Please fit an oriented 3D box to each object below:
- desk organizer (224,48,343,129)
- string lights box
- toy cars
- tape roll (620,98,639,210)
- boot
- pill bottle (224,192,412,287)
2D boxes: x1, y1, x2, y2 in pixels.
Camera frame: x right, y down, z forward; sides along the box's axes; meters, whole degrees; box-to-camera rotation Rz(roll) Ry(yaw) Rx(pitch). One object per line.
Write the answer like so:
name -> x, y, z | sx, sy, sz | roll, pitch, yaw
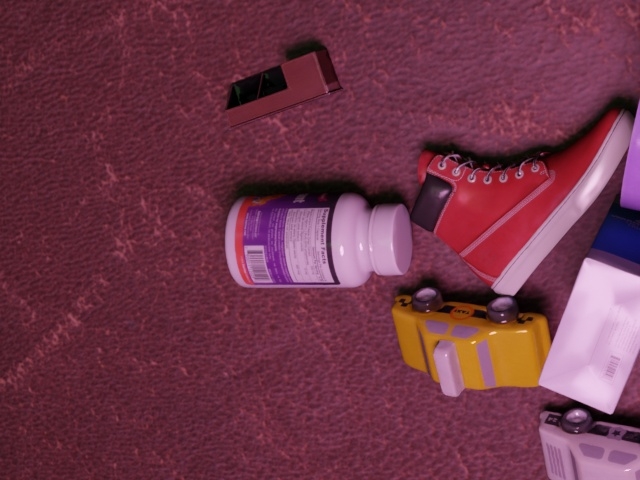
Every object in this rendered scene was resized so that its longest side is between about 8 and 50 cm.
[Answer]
desk organizer -> -0.047, -0.170, 1.375 | 0.130, 0.047, 0.050 | -17, 96, 23
string lights box -> 0.289, 0.054, 1.197 | 0.077, 0.260, 0.133 | 22, 110, 13
toy cars -> 0.234, 0.186, 1.320 | 0.394, 0.087, 0.176 | 38, 138, 5
tape roll -> 0.347, -0.115, 1.168 | 0.080, 0.189, 0.189 | 13, 109, 16
boot -> 0.203, -0.076, 1.291 | 0.176, 0.088, 0.244 | 41, 118, 7
pill bottle -> 0.000, 0.000, 1.372 | 0.193, 0.108, 0.108 | -1, 104, 20
